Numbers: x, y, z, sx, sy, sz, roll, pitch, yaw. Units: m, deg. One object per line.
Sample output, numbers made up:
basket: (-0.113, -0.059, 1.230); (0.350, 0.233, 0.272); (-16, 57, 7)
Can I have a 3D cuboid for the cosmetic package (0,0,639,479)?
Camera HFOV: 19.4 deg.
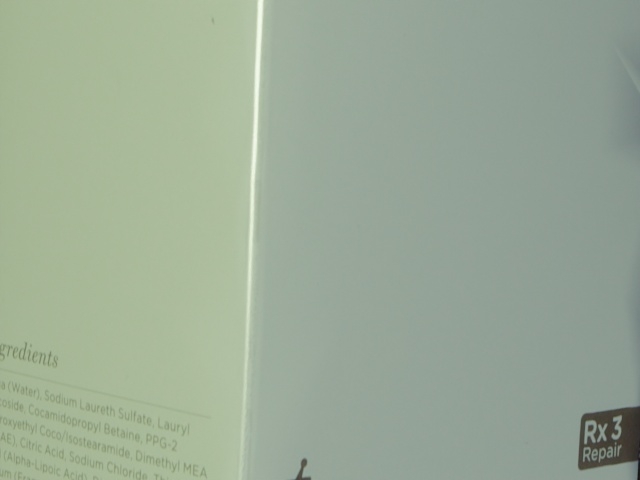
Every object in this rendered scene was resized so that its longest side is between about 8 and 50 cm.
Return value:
cosmetic package: (0.000, 0.000, 0.667); (0.217, 0.156, 0.385); (-5, 100, -45)
